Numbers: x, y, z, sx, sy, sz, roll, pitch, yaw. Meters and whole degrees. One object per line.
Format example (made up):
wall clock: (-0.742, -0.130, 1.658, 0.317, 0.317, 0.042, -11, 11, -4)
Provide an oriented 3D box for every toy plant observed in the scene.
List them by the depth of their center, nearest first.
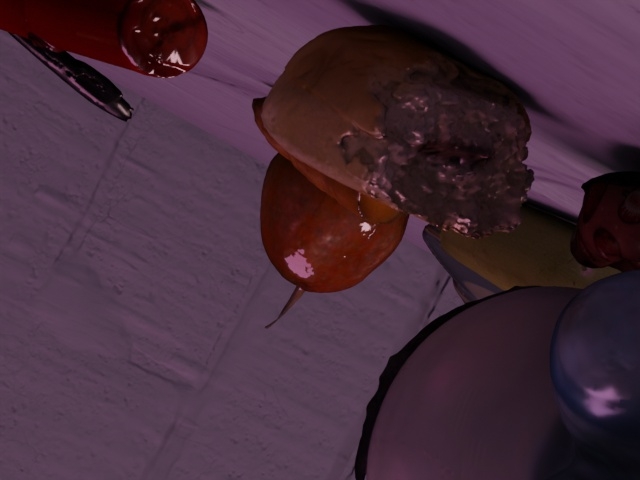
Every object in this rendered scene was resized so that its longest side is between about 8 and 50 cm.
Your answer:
toy plant: (0.170, 0.129, 0.870, 0.247, 0.247, 0.332, 28, 170, -14)

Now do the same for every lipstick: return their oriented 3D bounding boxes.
lipstick: (-0.181, -0.170, 1.300, 0.073, 0.073, 0.280, 28, 177, -38)

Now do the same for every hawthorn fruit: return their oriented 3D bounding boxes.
hawthorn fruit: (0.016, -0.010, 1.712, 0.149, 0.189, 0.149, -2, -177, 0)

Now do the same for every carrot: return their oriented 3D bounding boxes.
carrot: (-0.001, -0.084, 1.521, 0.072, 0.072, 0.205, 29, -175, -46)

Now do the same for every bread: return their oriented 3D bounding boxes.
bread: (0.043, -0.060, 0.893, 0.125, 0.082, 0.106, 13, -160, -48)

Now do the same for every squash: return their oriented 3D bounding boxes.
squash: (0.171, 0.017, 1.400, 0.083, 0.083, 0.250, 28, -179, -34)

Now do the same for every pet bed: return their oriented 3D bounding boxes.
pet bed: (0.215, 0.017, 0.901, 0.201, 0.053, 0.201, 23, 176, 2)

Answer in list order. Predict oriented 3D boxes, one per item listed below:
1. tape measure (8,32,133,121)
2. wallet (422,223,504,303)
tape measure: (-0.322, -0.217, 1.579, 0.351, 0.098, 0.215, 31, 176, -18)
wallet: (0.242, 0.091, 1.769, 0.252, 0.083, 0.360, 31, 167, 38)
